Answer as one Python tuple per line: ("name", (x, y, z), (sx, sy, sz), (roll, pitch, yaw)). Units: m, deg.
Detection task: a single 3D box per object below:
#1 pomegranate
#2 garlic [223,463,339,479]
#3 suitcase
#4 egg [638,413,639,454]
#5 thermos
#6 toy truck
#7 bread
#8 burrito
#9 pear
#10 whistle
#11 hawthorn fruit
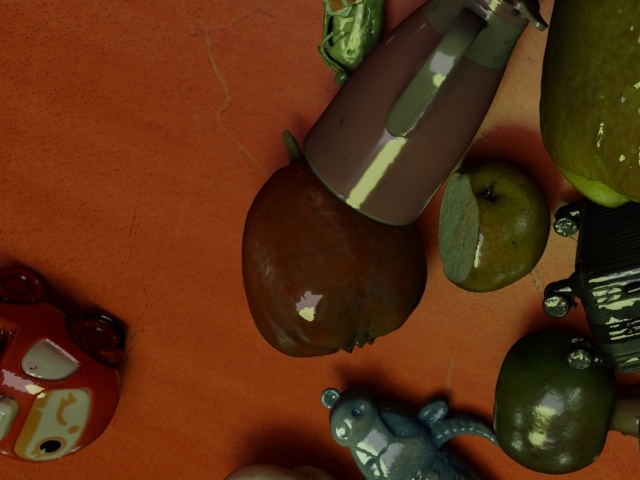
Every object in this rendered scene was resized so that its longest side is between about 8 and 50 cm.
("pomegranate", (0.281, 0.176, 1.422), (0.191, 0.131, 0.152), (2, 110, -6))
("garlic", (-0.015, 0.386, 1.568), (0.203, 0.184, 0.281), (-22, 101, 38))
("suitcase", (0.379, 0.012, 1.264), (0.312, 0.202, 0.128), (-16, 117, 24))
("egg", (0.463, 0.219, 1.346), (0.264, 0.174, 0.286), (-43, 75, 3))
("thermos", (0.106, -0.152, 1.298), (0.146, 0.176, 0.265), (36, 121, 0))
("toy truck", (-0.385, 0.174, 1.578), (0.264, 0.239, 0.189), (30, 120, 4))
("bread", (0.312, -0.201, 1.143), (0.251, 0.208, 0.377), (35, 124, 51))
("burrito", (0.020, -0.299, 1.330), (0.104, 0.054, 0.288), (9, 116, 16))
("pear", (0.186, -0.012, 1.361), (0.104, 0.141, 0.141), (-1, 116, -11))
("whistle", (0.108, 0.259, 1.530), (0.269, 0.093, 0.180), (37, 95, -1))
("hawthorn fruit", (0.000, 0.000, 1.410), (0.199, 0.199, 0.251), (-26, 79, 27))
